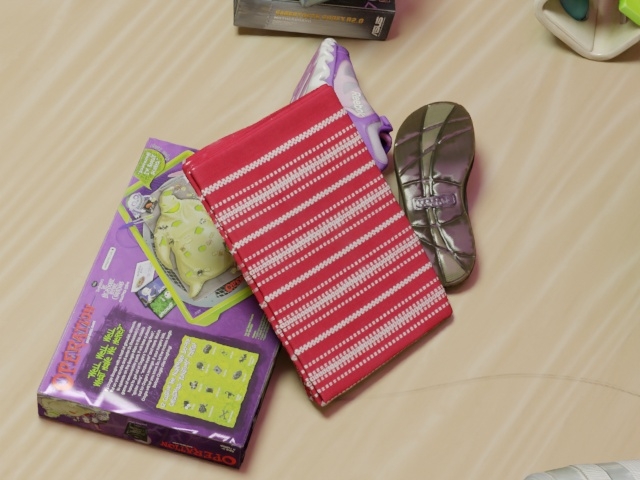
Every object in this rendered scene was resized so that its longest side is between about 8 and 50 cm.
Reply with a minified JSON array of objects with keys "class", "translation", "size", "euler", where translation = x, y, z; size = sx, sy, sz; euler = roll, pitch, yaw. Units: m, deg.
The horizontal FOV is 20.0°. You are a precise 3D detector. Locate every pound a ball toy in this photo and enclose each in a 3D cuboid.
[{"class":"pound a ball toy","translation":[0.300,-0.390,2.150],"size":[0.208,0.136,0.319],"euler":[34,46,-25]}]

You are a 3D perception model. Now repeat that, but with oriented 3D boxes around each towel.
[{"class":"towel","translation":[0.000,0.000,1.800],"size":[0.199,0.031,0.275],"euler":[-33,97,-31]}]

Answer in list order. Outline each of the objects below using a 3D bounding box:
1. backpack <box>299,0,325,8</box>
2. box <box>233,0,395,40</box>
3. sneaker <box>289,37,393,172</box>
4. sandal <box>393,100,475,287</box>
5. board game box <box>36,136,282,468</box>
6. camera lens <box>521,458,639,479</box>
[{"class":"backpack","translation":[0.019,-0.359,2.014],"size":[0.144,0.166,0.188],"euler":[47,60,1]},{"class":"box","translation":[-0.011,-0.346,2.131],"size":[0.183,0.056,0.231],"euler":[5,55,-10]},{"class":"sneaker","translation":[0.026,-0.129,1.956],"size":[0.104,0.095,0.236],"euler":[18,33,-14]},{"class":"sandal","translation":[0.126,-0.046,1.932],"size":[0.090,0.060,0.219],"euler":[-5,66,-2]},{"class":"board game box","translation":[-0.129,0.054,1.829],"size":[0.208,0.056,0.347],"euler":[17,51,3]},{"class":"camera lens","translation":[0.294,0.296,1.565],"size":[0.274,0.219,0.219],"euler":[-4,52,-9]}]
